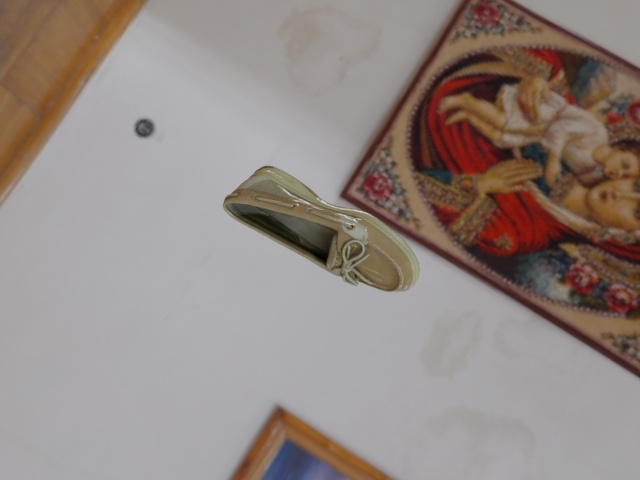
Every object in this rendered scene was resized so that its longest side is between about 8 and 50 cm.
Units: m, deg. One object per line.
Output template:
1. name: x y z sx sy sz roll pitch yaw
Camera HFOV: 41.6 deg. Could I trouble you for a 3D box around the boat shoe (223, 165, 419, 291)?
1. boat shoe: 0.000 -0.002 0.620 0.048 0.153 0.056 -42 159 -41
